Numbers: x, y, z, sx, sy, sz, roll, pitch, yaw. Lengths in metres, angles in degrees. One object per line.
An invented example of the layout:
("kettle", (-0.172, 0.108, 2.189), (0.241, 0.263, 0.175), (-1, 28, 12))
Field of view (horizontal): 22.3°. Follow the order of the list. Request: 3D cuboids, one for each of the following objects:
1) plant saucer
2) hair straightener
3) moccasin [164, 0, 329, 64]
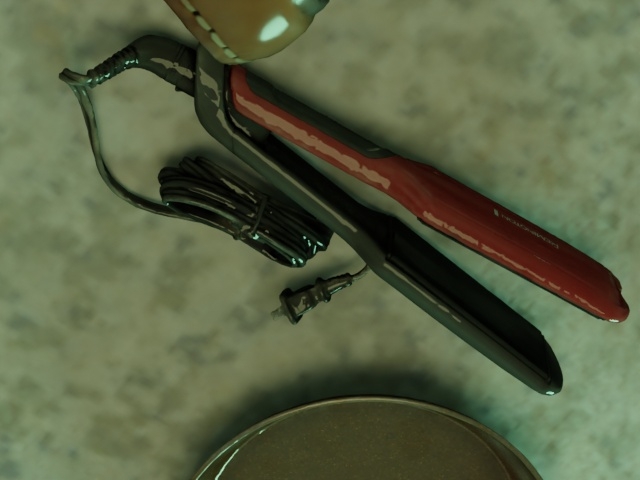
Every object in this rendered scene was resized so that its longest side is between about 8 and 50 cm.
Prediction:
("plant saucer", (0.018, 0.129, 0.698), (0.169, 0.029, 0.168), (-1, 120, -3))
("hair straightener", (0.000, 0.000, 0.612), (0.230, 0.047, 0.089), (27, 115, -17))
("moccasin", (-0.146, -0.184, 0.448), (0.380, 0.139, 0.147), (40, 112, -22))
